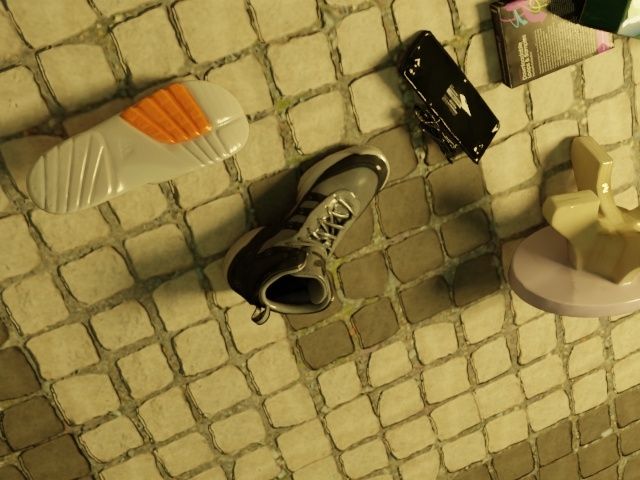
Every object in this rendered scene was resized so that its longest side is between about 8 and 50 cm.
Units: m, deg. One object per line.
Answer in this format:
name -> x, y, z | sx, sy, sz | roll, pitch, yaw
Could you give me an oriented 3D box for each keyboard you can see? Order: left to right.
keyboard -> 0.160, -0.179, 1.120 | 0.192, 0.038, 0.100 | 44, 72, -31

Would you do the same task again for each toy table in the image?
toy table -> 0.409, -0.011, 1.185 | 0.274, 0.252, 0.161 | -20, 138, -24

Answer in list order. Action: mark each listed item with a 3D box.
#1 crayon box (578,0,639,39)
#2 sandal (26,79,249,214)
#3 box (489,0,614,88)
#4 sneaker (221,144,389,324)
crayon box -> 0.472, -0.409, 1.061 | 0.203, 0.083, 0.323 | 3, 111, -26
sandal -> -0.214, -0.109, 0.981 | 0.265, 0.076, 0.102 | -24, 99, -20
box -> 0.307, -0.283, 1.116 | 0.162, 0.029, 0.116 | -23, 121, -10
sneaker -> 0.000, 0.000, 1.073 | 0.268, 0.153, 0.101 | -41, 123, 4
